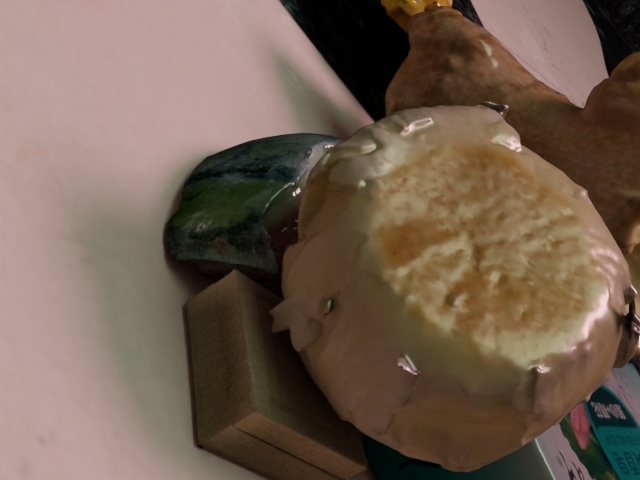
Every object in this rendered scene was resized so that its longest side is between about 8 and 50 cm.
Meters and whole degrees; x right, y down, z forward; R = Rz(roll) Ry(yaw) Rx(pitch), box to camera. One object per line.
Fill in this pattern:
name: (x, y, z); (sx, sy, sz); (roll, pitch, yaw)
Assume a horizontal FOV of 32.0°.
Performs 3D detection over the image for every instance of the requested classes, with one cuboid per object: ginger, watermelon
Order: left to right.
watermelon: (0.000, 0.000, 0.597); (0.139, 0.071, 0.187); (57, 23, -8)
ginger: (0.145, -0.048, 0.734); (0.130, 0.221, 0.275); (-18, 67, -40)

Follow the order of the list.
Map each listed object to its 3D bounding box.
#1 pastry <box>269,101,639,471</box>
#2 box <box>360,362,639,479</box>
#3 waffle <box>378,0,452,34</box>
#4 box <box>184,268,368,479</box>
pastry: (0.061, 0.019, 0.502); (0.166, 0.088, 0.166); (10, 57, -16)
box: (0.136, 0.145, 0.634); (0.245, 0.092, 0.153); (17, 45, -56)
waffle: (0.110, -0.171, 0.961); (0.262, 0.060, 0.280); (49, 11, -34)
box: (-0.019, 0.066, 0.508); (0.083, 0.035, 0.079); (36, 30, -40)
